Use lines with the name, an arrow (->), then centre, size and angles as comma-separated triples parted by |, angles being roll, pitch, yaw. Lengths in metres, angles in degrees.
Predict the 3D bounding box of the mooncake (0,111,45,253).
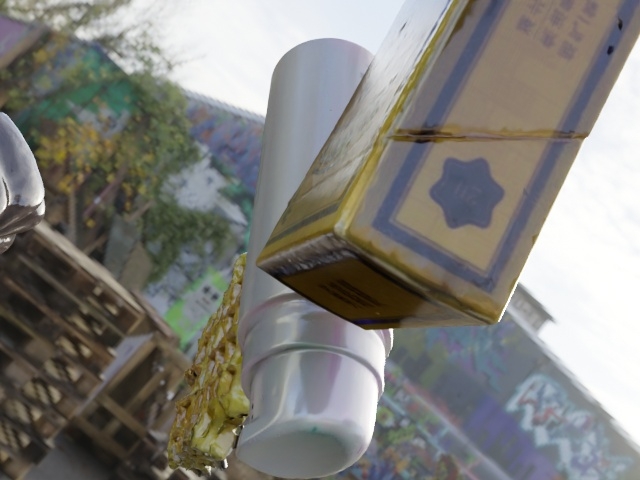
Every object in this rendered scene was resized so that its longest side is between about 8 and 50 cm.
mooncake -> -0.530, -0.040, 1.366 | 0.154, 0.306, 0.306 | 56, -6, 2

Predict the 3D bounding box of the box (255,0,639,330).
box -> 0.086, -0.103, 0.498 | 0.084, 0.301, 0.193 | 30, -12, -7

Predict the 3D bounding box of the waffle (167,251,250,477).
waffle -> -0.116, 0.158, 1.184 | 0.060, 0.307, 0.312 | 20, 9, -11

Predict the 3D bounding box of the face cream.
face cream -> 0.000, 0.000, 0.673 | 0.102, 0.102, 0.346 | 46, 33, -38
